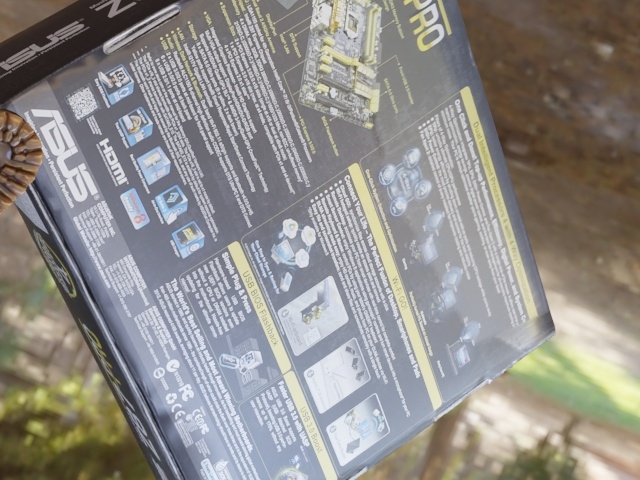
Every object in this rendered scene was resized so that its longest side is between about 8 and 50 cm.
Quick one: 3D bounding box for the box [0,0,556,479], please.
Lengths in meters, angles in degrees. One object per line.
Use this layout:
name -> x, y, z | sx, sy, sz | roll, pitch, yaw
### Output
box -> -0.022, -0.014, 0.980 | 0.097, 0.318, 0.395 | 33, 151, 53

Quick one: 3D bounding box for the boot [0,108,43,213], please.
boot -> -0.220, -0.014, 0.762 | 0.059, 0.158, 0.084 | 56, 170, -25
